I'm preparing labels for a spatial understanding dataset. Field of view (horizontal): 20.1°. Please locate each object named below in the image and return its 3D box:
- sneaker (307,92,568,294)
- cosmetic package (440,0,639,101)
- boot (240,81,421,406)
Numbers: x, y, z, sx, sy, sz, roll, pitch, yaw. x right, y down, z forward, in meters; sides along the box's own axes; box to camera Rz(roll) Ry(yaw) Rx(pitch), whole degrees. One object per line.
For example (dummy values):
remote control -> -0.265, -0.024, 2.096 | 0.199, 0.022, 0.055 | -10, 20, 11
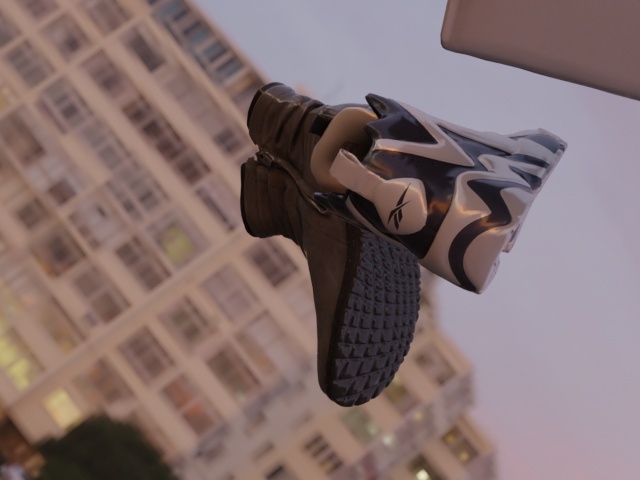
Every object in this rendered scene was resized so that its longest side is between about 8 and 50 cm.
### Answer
sneaker -> 0.071, -0.051, 1.197 | 0.153, 0.094, 0.235 | 30, 26, 6
cosmetic package -> 0.304, -0.258, 1.007 | 0.329, 0.394, 0.327 | -75, 180, -60
boot -> 0.000, 0.000, 1.453 | 0.161, 0.083, 0.246 | 11, -82, 47
